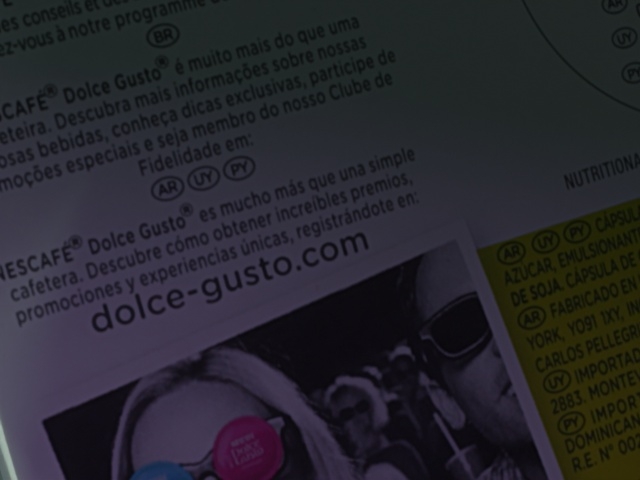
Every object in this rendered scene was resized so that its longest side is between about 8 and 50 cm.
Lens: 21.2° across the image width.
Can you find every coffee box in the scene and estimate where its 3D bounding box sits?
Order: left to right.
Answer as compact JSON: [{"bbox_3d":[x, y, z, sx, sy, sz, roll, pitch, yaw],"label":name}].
[{"bbox_3d":[0.000,0.000,0.677,0.337,0.338,0.334,-8,99,70],"label":"coffee box"}]
